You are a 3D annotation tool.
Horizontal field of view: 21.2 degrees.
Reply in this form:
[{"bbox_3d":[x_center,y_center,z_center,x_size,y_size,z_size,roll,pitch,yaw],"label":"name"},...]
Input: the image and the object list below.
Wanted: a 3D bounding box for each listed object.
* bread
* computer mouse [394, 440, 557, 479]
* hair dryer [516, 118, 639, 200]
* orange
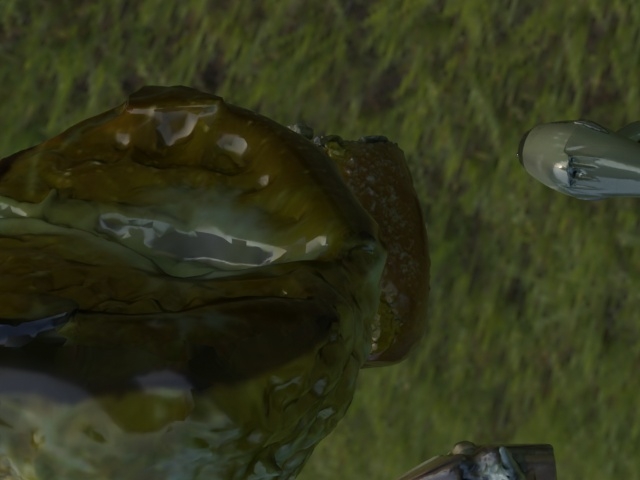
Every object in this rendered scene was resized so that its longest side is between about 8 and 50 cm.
[{"bbox_3d":[0.000,0.000,1.643,0.196,0.246,0.176,-4,168,-10],"label":"bread"},{"bbox_3d":[0.142,0.252,1.668,0.200,0.115,0.389,-17,152,-7],"label":"computer mouse"},{"bbox_3d":[0.352,-0.088,1.804,0.225,0.088,0.219,-13,-156,-21],"label":"hair dryer"},{"bbox_3d":[-0.099,0.062,1.033,0.271,0.368,0.210,2,116,14],"label":"orange"}]
